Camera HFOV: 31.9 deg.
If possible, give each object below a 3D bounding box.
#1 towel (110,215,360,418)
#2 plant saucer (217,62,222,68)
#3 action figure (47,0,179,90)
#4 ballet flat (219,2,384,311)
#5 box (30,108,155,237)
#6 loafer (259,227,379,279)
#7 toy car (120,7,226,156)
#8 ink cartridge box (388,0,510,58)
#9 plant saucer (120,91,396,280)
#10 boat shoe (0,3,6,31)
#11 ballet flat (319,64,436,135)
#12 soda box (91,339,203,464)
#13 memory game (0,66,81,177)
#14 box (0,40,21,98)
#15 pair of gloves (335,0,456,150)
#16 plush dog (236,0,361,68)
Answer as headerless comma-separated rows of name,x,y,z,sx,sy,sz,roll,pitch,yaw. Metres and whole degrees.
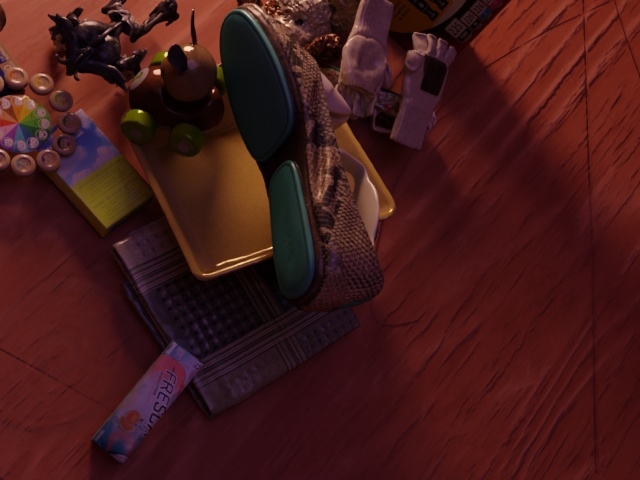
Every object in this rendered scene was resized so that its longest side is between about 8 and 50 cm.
towel,-0.133,0.077,1.757,0.324,0.056,0.312,-28,85,-32
plant saucer,-0.115,-0.212,1.884,0.198,0.036,0.198,9,67,-21
action figure,-0.338,-0.314,1.771,0.164,0.141,0.275,42,47,-6
ballet flat,-0.016,-0.121,1.635,0.182,0.164,0.483,-1,65,-35
box,-0.353,-0.105,1.730,0.178,0.042,0.109,48,58,2
loafer,0.000,0.000,1.773,0.220,0.078,0.080,-19,80,-33
toy car,-0.212,-0.248,1.661,0.149,0.188,0.155,16,56,3
ink cartridge box,0.205,-0.485,1.978,0.272,0.309,0.130,40,59,-3
plant saucer,-0.101,-0.099,1.739,0.333,0.081,0.333,-19,62,-19
boat shoe,-0.639,-0.371,1.649,0.341,0.121,0.110,25,64,3
ballet flat,0.091,-0.235,1.961,0.241,0.091,0.077,21,85,-10
soda box,-0.247,0.230,1.600,0.058,0.063,0.183,39,76,-4
memory game,-0.453,-0.180,1.689,0.186,0.012,0.186,7,66,-18
box,-0.575,-0.245,1.696,0.225,0.036,0.136,-35,86,-30
pair of gloves,0.125,-0.280,1.867,0.240,0.042,0.204,28,76,-40
plush dog,-0.017,-0.404,1.949,0.262,0.210,0.225,35,71,27
